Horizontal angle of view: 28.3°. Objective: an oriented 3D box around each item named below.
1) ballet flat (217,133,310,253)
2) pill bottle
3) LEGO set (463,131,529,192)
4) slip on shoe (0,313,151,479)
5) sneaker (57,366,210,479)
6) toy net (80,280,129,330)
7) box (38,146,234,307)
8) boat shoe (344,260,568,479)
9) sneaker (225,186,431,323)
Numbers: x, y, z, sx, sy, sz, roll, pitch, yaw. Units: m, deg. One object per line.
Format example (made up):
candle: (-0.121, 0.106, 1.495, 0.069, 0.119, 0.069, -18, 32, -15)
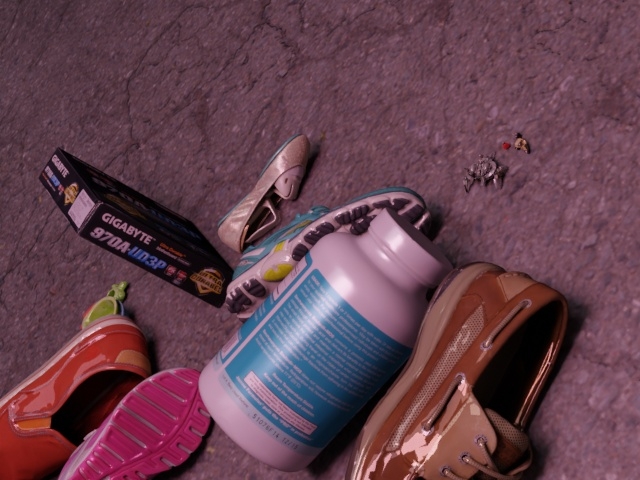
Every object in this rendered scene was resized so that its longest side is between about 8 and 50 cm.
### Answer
ballet flat: (-0.057, -0.053, 1.545, 0.052, 0.057, 0.168, 46, 105, 24)
pill bottle: (0.011, 0.094, 1.268, 0.264, 0.146, 0.146, -48, 38, 11)
LEGO set: (0.177, -0.082, 1.317, 0.083, 0.023, 0.054, -52, 37, 5)
slip on shoe: (-0.335, 0.235, 1.579, 0.331, 0.123, 0.101, -44, 42, 8)
sneaker: (-0.227, 0.242, 1.457, 0.252, 0.103, 0.111, -45, 11, -9)
toy net: (-0.337, 0.153, 1.694, 0.232, 0.045, 0.122, -46, 38, 14)
box: (-0.221, -0.015, 1.546, 0.051, 0.220, 0.175, -55, 36, 6)
boat shoe: (0.122, 0.168, 1.114, 0.120, 0.122, 0.324, 8, 70, 47)
sneaker: (0.000, 0.000, 1.394, 0.275, 0.107, 0.110, -26, 37, 34)
